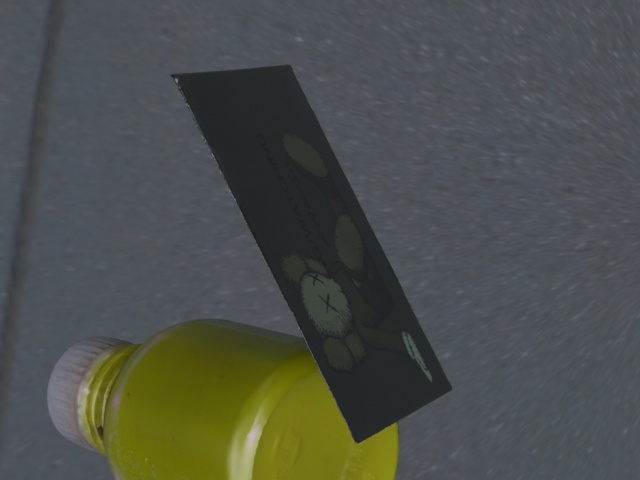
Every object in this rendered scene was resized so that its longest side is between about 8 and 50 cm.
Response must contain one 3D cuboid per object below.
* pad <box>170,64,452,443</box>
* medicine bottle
[{"bbox_3d":[0.000,0.000,0.883,0.004,0.127,0.190,-29,85,25],"label":"pad"},{"bbox_3d":[-0.067,0.103,1.024,0.212,0.121,0.122,11,94,47],"label":"medicine bottle"}]
